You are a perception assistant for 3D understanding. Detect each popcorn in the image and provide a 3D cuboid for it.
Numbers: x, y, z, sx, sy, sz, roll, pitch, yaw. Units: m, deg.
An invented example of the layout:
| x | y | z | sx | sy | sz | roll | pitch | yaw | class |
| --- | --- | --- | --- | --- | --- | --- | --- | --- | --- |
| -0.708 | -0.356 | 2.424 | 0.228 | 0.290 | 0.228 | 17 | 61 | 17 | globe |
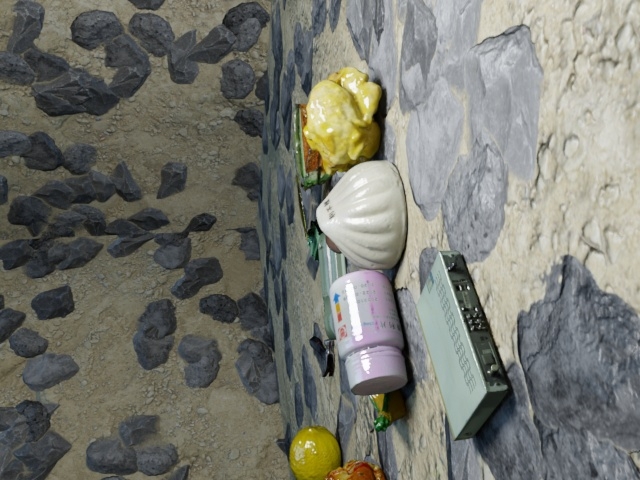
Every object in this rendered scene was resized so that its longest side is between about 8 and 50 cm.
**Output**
| x | y | z | sx | sy | sz | roll | pitch | yaw | class |
| --- | --- | --- | --- | --- | --- | --- | --- | --- | --- |
| 0.050 | -0.283 | 1.551 | 0.191 | 0.190 | 0.254 | -165 | 76 | -69 | popcorn |

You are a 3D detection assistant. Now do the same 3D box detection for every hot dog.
| x | y | z | sx | sy | sz | roll | pitch | yaw | class |
| --- | --- | --- | --- | --- | --- | --- | --- | --- | --- |
| 0.094 | 0.645 | 1.662 | 0.256 | 0.150 | 0.153 | 142 | 115 | -77 | hot dog |

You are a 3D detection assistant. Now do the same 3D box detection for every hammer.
| x | y | z | sx | sy | sz | roll | pitch | yaw | class |
| --- | --- | --- | --- | --- | --- | --- | --- | --- | --- |
| 0.003 | 0.396 | 2.315 | 0.290 | 0.037 | 0.137 | -166 | 76 | -78 | hammer |

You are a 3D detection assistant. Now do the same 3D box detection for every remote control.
| x | y | z | sx | sy | sz | roll | pitch | yaw | class |
| --- | --- | --- | --- | --- | --- | --- | --- | --- | --- |
| 0.038 | 0.135 | 1.989 | 0.128 | 0.065 | 0.335 | 151 | 116 | -67 | remote control |

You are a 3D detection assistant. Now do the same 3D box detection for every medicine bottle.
| x | y | z | sx | sy | sz | roll | pitch | yaw | class |
| --- | --- | --- | --- | --- | --- | --- | --- | --- | --- |
| 0.109 | 0.207 | 1.461 | 0.152 | 0.152 | 0.255 | 105 | 157 | -57 | medicine bottle |

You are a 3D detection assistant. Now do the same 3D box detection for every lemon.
| x | y | z | sx | sy | sz | roll | pitch | yaw | class |
| --- | --- | --- | --- | --- | --- | --- | --- | --- | --- |
| -0.019 | 0.713 | 2.146 | 0.193 | 0.180 | 0.180 | 60 | 173 | -11 | lemon |

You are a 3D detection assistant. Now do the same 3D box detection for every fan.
| x | y | z | sx | sy | sz | roll | pitch | yaw | class |
| --- | --- | --- | --- | --- | --- | --- | --- | --- | --- |
| -0.069 | -0.152 | 2.149 | 0.229 | 0.011 | 0.335 | 93 | 169 | -72 | fan |

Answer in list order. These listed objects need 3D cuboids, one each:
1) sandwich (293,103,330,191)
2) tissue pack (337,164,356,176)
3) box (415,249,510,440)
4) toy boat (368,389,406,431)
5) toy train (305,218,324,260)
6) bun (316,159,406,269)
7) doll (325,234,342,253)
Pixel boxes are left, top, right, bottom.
| x | y | z | sx | sy | sz | roll | pitch | yaw | class |
| --- | --- | --- | --- | --- | --- | --- | --- | --- | --- |
| -0.013 | -0.328 | 2.070 | 0.212 | 0.109 | 0.292 | 113 | 150 | -52 | sandwich |
| 0.076 | -0.213 | 1.697 | 0.085 | 0.079 | 0.111 | 117 | 148 | -70 | tissue pack |
| 0.232 | 0.174 | 1.100 | 0.211 | 0.045 | 0.270 | 101 | 163 | -49 | box |
| 0.138 | 0.371 | 1.504 | 0.229 | 0.088 | 0.089 | -131 | 40 | -73 | toy boat |
| 0.000 | 0.000 | 2.168 | 0.170 | 0.071 | 0.111 | 101 | 155 | -51 | toy train |
| 0.080 | -0.055 | 1.492 | 0.263 | 0.175 | 0.263 | 176 | 90 | -77 | bun |
| 0.076 | -0.048 | 1.747 | 0.145 | 0.096 | 0.188 | -35 | 32 | 60 | doll |
